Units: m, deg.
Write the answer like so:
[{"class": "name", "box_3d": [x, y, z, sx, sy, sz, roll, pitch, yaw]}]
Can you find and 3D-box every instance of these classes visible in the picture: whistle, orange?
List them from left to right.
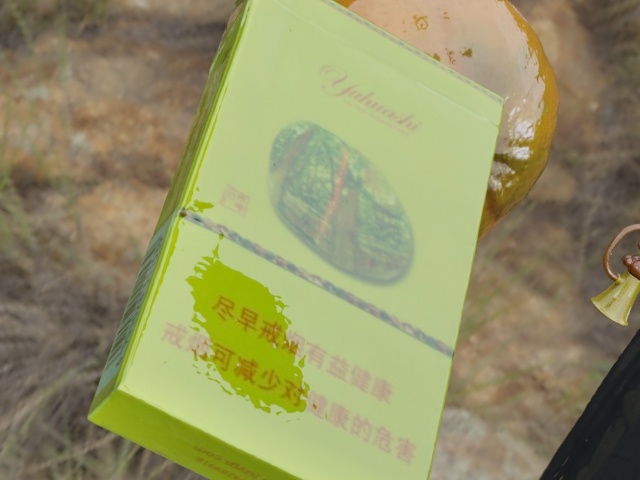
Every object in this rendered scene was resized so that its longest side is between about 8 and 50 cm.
[{"class": "orange", "box_3d": [0.078, -0.092, 1.369, 0.240, 0.240, 0.171, 11, 18, -26]}, {"class": "whistle", "box_3d": [0.314, 0.027, 1.757, 0.057, 0.109, 0.046, 31, 18, 10]}]

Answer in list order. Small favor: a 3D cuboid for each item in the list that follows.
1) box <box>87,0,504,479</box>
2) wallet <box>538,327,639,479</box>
[{"class": "box", "box_3d": [0.000, 0.000, 1.004, 0.187, 0.047, 0.335, 28, 50, -15]}, {"class": "wallet", "box_3d": [0.170, 0.184, 0.769, 0.041, 0.247, 0.323, 29, 6, -27]}]
